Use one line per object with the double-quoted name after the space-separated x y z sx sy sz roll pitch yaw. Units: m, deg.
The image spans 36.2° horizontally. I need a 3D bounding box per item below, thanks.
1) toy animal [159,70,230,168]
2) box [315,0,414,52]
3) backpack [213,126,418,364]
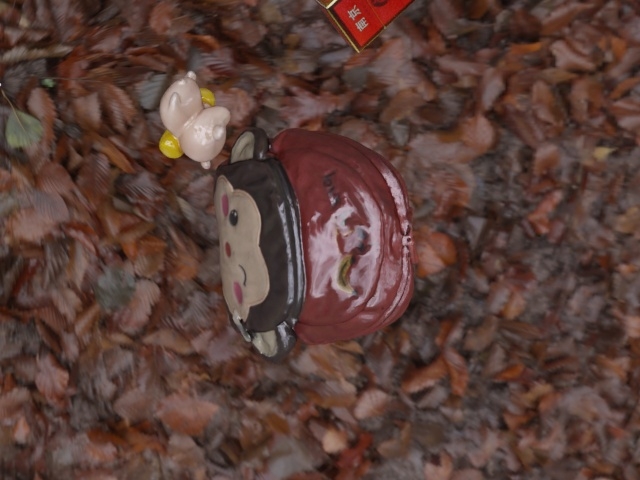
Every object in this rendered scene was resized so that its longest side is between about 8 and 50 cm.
-0.139 -0.142 1.157 0.082 0.114 0.091 30 55 18 "toy animal"
0.114 -0.496 1.879 0.240 0.074 0.153 -42 148 4 "box"
-0.002 0.000 0.913 0.139 0.229 0.229 -11 103 -44 "backpack"
